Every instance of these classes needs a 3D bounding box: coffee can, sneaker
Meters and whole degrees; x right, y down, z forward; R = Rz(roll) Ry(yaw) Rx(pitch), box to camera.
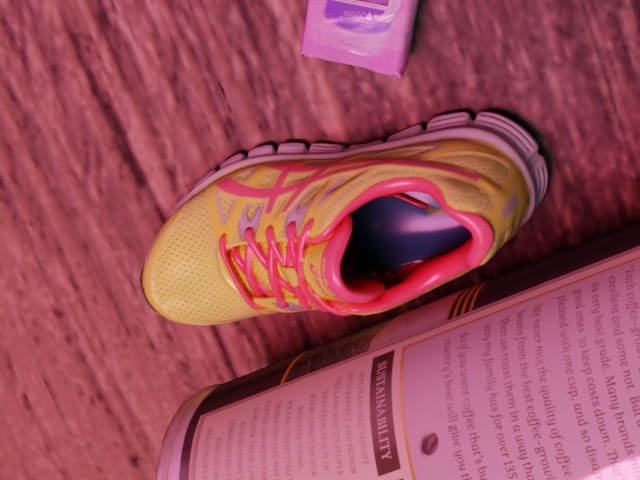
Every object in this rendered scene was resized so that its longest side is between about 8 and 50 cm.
[{"bbox_3d":[0.093,0.116,0.811,0.275,0.201,0.201,-23,109,23],"label":"coffee can"},{"bbox_3d":[0.000,0.000,0.837,0.208,0.094,0.081,-19,112,23],"label":"sneaker"}]

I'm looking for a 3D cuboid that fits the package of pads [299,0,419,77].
[{"bbox_3d":[0.021,-0.118,0.806,0.050,0.032,0.083,12,119,5],"label":"package of pads"}]
